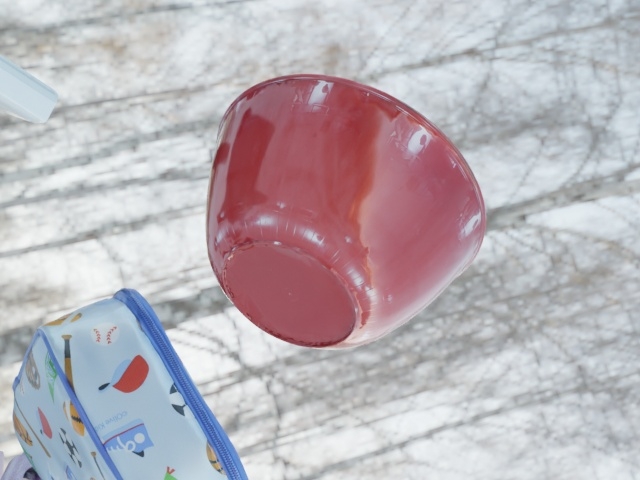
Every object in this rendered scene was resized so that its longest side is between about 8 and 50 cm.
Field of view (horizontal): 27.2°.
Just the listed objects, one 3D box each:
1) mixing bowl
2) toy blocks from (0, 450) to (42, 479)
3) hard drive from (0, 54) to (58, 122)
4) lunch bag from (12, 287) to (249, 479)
[{"bbox_3d":[0.000,0.000,0.800,0.181,0.098,0.181,16,-42,15],"label":"mixing bowl"},{"bbox_3d":[-0.487,0.265,1.537,0.309,0.288,0.260,-40,-130,39],"label":"toy blocks"},{"bbox_3d":[-0.469,-0.238,1.388,0.233,0.353,0.047,20,-99,37],"label":"hard drive"},{"bbox_3d":[-0.160,0.195,1.127,0.243,0.115,0.303,55,-26,16],"label":"lunch bag"}]
